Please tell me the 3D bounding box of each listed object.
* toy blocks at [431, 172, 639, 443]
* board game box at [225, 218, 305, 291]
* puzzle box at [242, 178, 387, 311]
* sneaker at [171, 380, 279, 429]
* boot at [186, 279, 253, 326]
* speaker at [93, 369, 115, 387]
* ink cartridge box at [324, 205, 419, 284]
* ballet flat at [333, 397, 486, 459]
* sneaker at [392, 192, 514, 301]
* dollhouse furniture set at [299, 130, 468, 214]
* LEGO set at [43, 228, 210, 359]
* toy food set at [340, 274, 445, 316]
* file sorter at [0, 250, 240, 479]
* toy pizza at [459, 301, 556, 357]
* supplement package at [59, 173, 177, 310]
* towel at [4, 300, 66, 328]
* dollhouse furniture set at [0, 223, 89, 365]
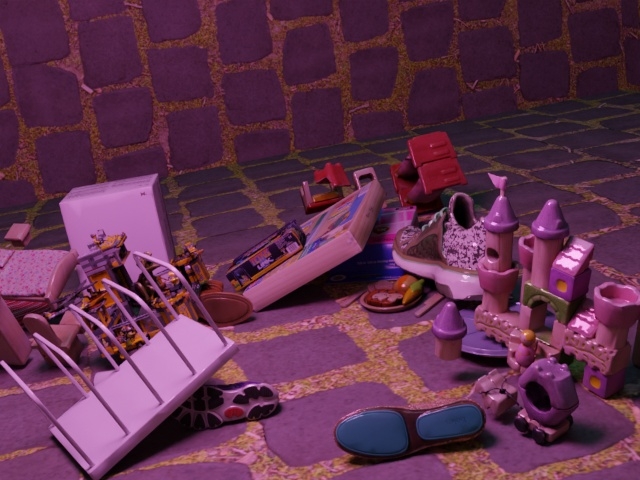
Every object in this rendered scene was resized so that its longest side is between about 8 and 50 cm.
[{"bbox_3d":[0.329,0.067,1.167,0.309,0.260,0.288,-20,33,-33],"label":"toy blocks"},{"bbox_3d":[-0.115,0.029,1.728,0.170,0.048,0.141,-34,10,7],"label":"board game box"},{"bbox_3d":[0.000,0.000,1.786,0.272,0.052,0.409,-32,10,20],"label":"puzzle box"},{"bbox_3d":[-0.149,0.251,1.252,0.170,0.068,0.071,-1,1,-5],"label":"sneaker"},{"bbox_3d":[-0.220,0.120,1.667,0.197,0.073,0.152,-3,15,11],"label":"boot"},{"bbox_3d":[-0.305,0.239,1.348,0.136,0.055,0.055,-8,17,4],"label":"speaker"},{"bbox_3d":[0.125,0.006,1.883,0.175,0.069,0.371,-5,20,14],"label":"ink cartridge box"},{"bbox_3d":[0.121,0.256,1.097,0.206,0.073,0.067,-5,-10,3],"label":"ballet flat"},{"bbox_3d":[0.266,-0.006,1.581,0.158,0.182,0.410,5,10,-18],"label":"sneaker"},{"bbox_3d":[0.152,-0.134,2.044,0.374,0.152,0.201,-15,-14,-12],"label":"dollhouse furniture set"},{"bbox_3d":[-0.354,0.064,1.541,0.255,0.192,0.331,-19,18,12],"label":"LEGO set"},{"bbox_3d":[0.140,0.102,1.594,0.192,0.038,0.132,3,21,35],"label":"toy food set"},{"bbox_3d":[-0.309,0.173,1.214,0.277,0.173,0.193,-42,29,-22],"label":"file sorter"},{"bbox_3d":[0.304,0.155,1.355,0.201,0.032,0.201,-7,18,2],"label":"toy pizza"},{"bbox_3d":[-0.444,0.004,1.818,0.204,0.262,0.145,-10,16,-3],"label":"supplement package"},{"bbox_3d":[-0.723,0.157,1.863,0.199,0.031,0.275,-21,21,-31],"label":"towel"},{"bbox_3d":[-0.584,0.054,1.613,0.303,0.174,0.355,1,46,13],"label":"dollhouse furniture set"}]
